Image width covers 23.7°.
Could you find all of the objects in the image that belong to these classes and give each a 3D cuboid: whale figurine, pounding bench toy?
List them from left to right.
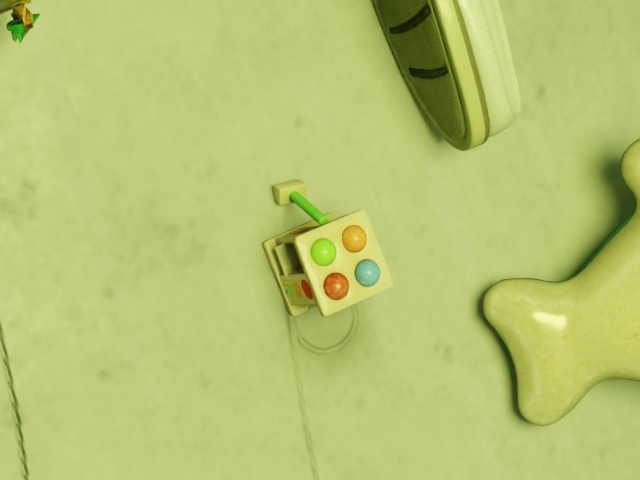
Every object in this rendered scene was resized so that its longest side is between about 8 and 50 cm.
[{"bbox_3d":[0.000,0.000,0.959,0.052,0.065,0.083,-23,96,-22],"label":"pounding bench toy"},{"bbox_3d":[0.248,0.031,1.045,0.272,0.141,0.216,-22,96,3],"label":"whale figurine"}]

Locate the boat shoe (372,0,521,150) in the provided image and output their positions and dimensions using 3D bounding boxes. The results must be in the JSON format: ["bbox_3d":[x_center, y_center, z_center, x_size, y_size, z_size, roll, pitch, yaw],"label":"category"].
[{"bbox_3d":[0.079,-0.212,0.977,0.103,0.113,0.302,-20,94,-17],"label":"boat shoe"}]

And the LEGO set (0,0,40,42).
[{"bbox_3d":[-0.307,-0.209,0.813,0.331,0.192,0.255,55,41,-15],"label":"LEGO set"}]
